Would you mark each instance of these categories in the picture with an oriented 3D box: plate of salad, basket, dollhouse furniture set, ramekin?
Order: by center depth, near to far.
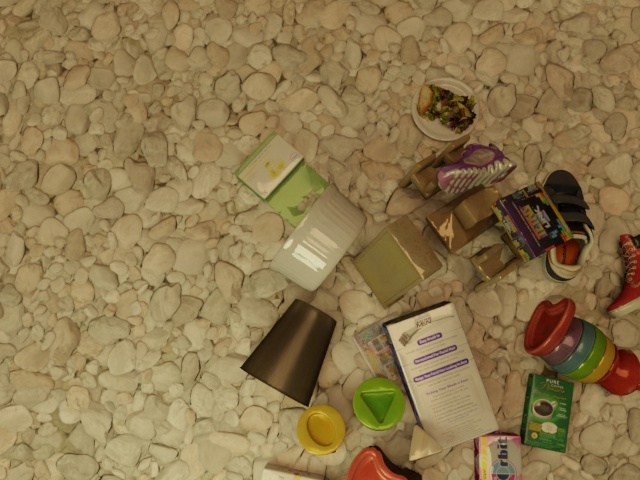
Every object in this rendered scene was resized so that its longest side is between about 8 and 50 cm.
[{"bbox_3d":[0.000,0.000,1.474,0.135,0.277,0.277,37,82,0],"label":"ramekin"},{"bbox_3d":[-0.064,0.282,1.483,0.204,0.154,0.227,29,78,5],"label":"basket"},{"bbox_3d":[0.316,-0.011,1.529,0.394,0.256,0.362,-30,80,-26],"label":"dollhouse furniture set"},{"bbox_3d":[0.364,-0.386,1.647,0.199,0.048,0.200,0,79,1],"label":"plate of salad"}]

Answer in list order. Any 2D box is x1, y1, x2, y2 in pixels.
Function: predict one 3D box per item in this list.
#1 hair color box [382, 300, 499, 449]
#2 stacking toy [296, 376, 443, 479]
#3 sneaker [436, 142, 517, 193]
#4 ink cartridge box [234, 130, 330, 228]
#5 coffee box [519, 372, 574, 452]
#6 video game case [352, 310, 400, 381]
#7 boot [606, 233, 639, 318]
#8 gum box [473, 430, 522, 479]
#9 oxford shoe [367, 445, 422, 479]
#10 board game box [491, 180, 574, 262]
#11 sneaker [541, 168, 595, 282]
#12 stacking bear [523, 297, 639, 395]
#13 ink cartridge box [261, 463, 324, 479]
[{"bbox_3d":[0.304,0.345,1.469,0.185,0.110,0.339,-19,87,-3],"label":"hair color box"},{"bbox_3d":[0.123,0.516,1.423,0.279,0.130,0.309,-32,63,-16],"label":"stacking toy"},{"bbox_3d":[0.377,-0.191,1.432,0.236,0.095,0.105,-14,68,-28],"label":"sneaker"},{"bbox_3d":[-0.101,-0.172,1.614,0.235,0.056,0.171,41,82,10],"label":"ink cartridge box"},{"bbox_3d":[0.592,0.450,1.490,0.113,0.040,0.184,10,80,2],"label":"coffee box"},{"bbox_3d":[0.185,0.294,1.539,0.143,0.019,0.157,-30,81,-4],"label":"video game case"},{"bbox_3d":[0.828,0.085,1.534,0.244,0.088,0.176,-34,80,-13],"label":"boot"},{"bbox_3d":[0.453,0.581,1.457,0.107,0.062,0.189,2,80,1],"label":"gum box"},{"bbox_3d":[0.204,0.613,1.460,0.096,0.083,0.227,-31,75,-31],"label":"oxford shoe"},{"bbox_3d":[0.536,-0.049,1.440,0.141,0.048,0.170,-23,77,-23],"label":"board game box"},{"bbox_3d":[0.671,-0.051,1.541,0.126,0.127,0.322,2,78,3],"label":"sneaker"},{"bbox_3d":[0.692,0.293,1.466,0.288,0.175,0.164,31,79,-1],"label":"stacking bear"},{"bbox_3d":[-0.057,0.652,1.452,0.198,0.067,0.116,11,80,5],"label":"ink cartridge box"}]
